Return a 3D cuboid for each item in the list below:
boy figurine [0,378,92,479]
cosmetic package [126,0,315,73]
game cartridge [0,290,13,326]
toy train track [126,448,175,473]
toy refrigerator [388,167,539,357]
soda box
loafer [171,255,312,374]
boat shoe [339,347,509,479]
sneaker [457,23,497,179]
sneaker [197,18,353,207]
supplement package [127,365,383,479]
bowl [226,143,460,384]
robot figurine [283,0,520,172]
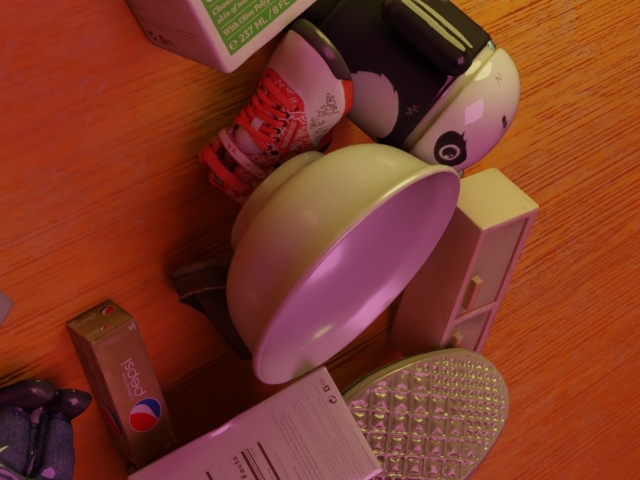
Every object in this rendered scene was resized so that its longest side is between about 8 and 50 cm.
[{"bbox_3d":[-0.296,0.285,1.223,0.177,0.092,0.285,28,48,-42],"label":"boy figurine"},{"bbox_3d":[-0.138,-0.366,1.147,0.197,0.155,0.365,-44,131,-17],"label":"cosmetic package"},{"bbox_3d":[-0.447,0.141,1.099,0.230,0.068,0.355,53,55,-43],"label":"game cartridge"},{"bbox_3d":[-0.191,0.272,1.456,0.083,0.014,0.048,10,100,-42],"label":"toy train track"},{"bbox_3d":[0.181,0.049,1.564,0.102,0.094,0.270,-20,142,-34],"label":"toy refrigerator"},{"bbox_3d":[-0.217,0.159,1.355,0.058,0.061,0.181,-32,125,-26],"label":"soda box"},{"bbox_3d":[-0.071,0.090,1.413,0.251,0.094,0.087,29,53,-44],"label":"loafer"},{"bbox_3d":[0.018,0.301,1.528,0.500,0.156,0.187,-36,93,-15],"label":"boat shoe"},{"bbox_3d":[0.133,-0.147,1.502,0.125,0.104,0.262,13,99,-41],"label":"sneaker"},{"bbox_3d":[-0.053,-0.118,1.286,0.145,0.090,0.270,-38,170,-15],"label":"sneaker"},{"bbox_3d":[-0.076,0.261,1.360,0.244,0.139,0.134,-28,83,-11],"label":"supplement package"},{"bbox_3d":[0.000,0.000,1.295,0.298,0.134,0.298,-41,161,-18],"label":"bowl"},{"bbox_3d":[0.086,-0.194,1.344,0.173,0.278,0.209,-50,179,25],"label":"robot figurine"}]
